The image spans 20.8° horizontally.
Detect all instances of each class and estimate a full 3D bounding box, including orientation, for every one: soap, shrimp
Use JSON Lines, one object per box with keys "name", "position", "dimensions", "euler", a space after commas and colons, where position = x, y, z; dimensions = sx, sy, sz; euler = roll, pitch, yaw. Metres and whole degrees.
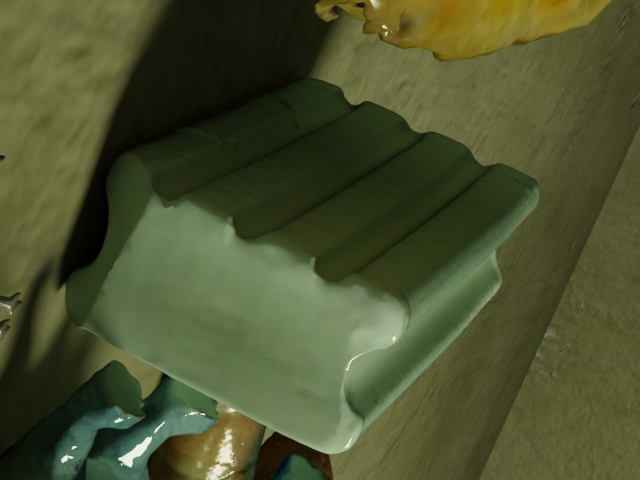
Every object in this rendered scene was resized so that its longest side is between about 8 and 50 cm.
{"name": "soap", "position": [0.000, 0.000, 0.661], "dimensions": [0.198, 0.119, 0.067], "euler": [-33, 146, -66]}
{"name": "shrimp", "position": [-0.039, 0.103, 0.851], "dimensions": [0.198, 0.051, 0.262], "euler": [-23, 133, -72]}

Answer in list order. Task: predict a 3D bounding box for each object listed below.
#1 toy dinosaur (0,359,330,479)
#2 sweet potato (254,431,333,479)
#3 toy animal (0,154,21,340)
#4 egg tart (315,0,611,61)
{"name": "toy dinosaur", "position": [-0.084, 0.099, 0.602], "dimensions": [0.144, 0.076, 0.329], "euler": [-34, 170, 8]}
{"name": "sweet potato", "position": [-0.055, 0.208, 0.895], "dimensions": [0.097, 0.097, 0.252], "euler": [71, 41, -71]}
{"name": "toy animal", "position": [-0.101, 0.015, 0.494], "dimensions": [0.084, 0.028, 0.050], "euler": [-65, 158, 3]}
{"name": "egg tart", "position": [0.126, -0.241, 0.459], "dimensions": [0.443, 0.178, 0.443], "euler": [-41, 146, -37]}
